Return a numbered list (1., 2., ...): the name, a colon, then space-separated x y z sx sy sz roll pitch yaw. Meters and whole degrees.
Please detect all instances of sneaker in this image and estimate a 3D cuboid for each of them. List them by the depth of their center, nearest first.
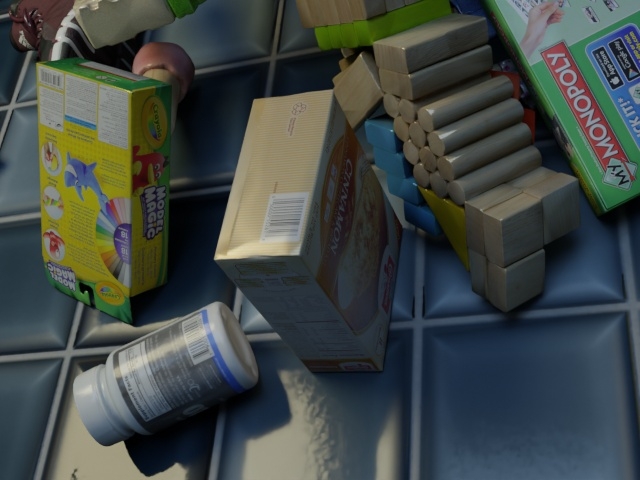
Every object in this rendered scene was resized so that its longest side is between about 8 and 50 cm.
1. sneaker: -0.297 -0.220 1.051 0.163 0.106 0.281 -13 45 22

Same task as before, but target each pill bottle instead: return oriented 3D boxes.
1. pill bottle: -0.127 0.112 0.760 0.137 0.078 0.078 -26 52 5

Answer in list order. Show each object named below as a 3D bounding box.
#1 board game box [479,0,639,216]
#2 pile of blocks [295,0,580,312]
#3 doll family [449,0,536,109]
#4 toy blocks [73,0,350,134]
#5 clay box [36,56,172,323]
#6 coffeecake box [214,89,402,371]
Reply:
1. board game box: 0.246 -0.207 0.741 0.214 0.046 0.317 -26 83 5
2. pile of blocks: 0.098 -0.121 0.761 0.113 0.149 0.362 -24 86 -25
3. doll family: 0.173 -0.241 0.823 0.163 0.118 0.263 -28 61 -7
4. toy blocks: -0.107 -0.313 0.900 0.289 0.309 0.260 -18 37 11
5. clay box: -0.200 -0.046 0.849 0.127 0.222 0.053 21 28 32
6. coffeecake box: 0.000 0.000 0.713 0.068 0.185 0.142 -3 58 22
